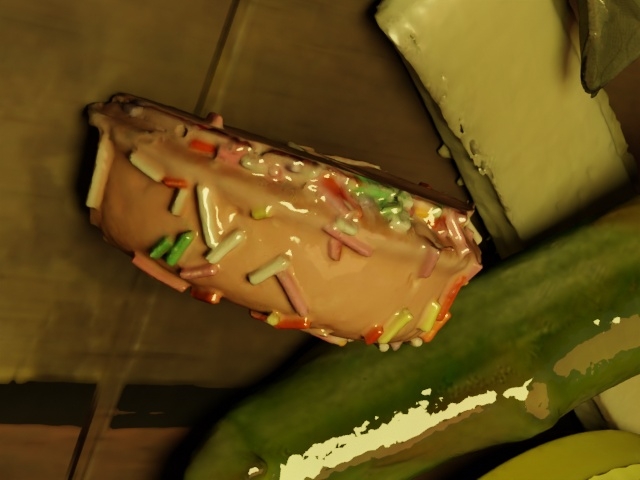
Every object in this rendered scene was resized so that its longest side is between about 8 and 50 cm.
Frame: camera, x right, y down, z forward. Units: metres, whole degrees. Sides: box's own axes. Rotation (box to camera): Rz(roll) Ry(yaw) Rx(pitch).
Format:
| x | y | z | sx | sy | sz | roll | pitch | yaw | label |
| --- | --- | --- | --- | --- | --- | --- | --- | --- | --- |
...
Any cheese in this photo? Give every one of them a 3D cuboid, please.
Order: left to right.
| x | y | z | sx | sy | sz | roll | pitch | yaw | label |
| --- | --- | --- | --- | --- | --- | --- | --- | --- | --- |
| 0.123 | 0.006 | 0.828 | 0.085 | 0.034 | 0.400 | -51 | 139 | -17 | cheese |

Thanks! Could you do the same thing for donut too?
| x | y | z | sx | sy | sz | roll | pitch | yaw | label |
| --- | --- | --- | --- | --- | --- | --- | --- | --- | --- |
| 0.000 | 0.000 | 0.639 | 0.166 | 0.117 | 0.065 | 13 | 98 | -47 | donut |

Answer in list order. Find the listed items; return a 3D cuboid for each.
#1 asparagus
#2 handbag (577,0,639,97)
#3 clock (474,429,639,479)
| x | y | z | sx | sy | sz | roll | pitch | yaw | label |
| --- | --- | --- | --- | --- | --- | --- | --- | --- | --- |
| 0.076 | 0.046 | 0.737 | 0.343 | 0.085 | 0.082 | -26 | 127 | -9 | asparagus |
| 0.127 | -0.190 | 0.655 | 0.182 | 0.117 | 0.270 | -38 | 136 | -17 | handbag |
| 0.094 | 0.216 | 0.888 | 0.293 | 0.071 | 0.277 | 21 | 101 | -48 | clock |
